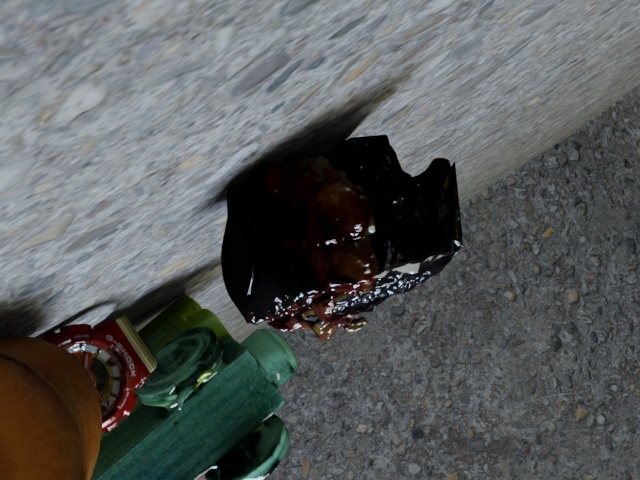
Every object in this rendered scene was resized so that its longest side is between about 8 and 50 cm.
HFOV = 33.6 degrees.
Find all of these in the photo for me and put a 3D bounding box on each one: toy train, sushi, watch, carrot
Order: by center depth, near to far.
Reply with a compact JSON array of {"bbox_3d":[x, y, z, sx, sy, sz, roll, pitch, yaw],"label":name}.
[{"bbox_3d":[-0.231,0.142,0.784,0.159,0.159,0.225,-33,-176,1],"label":"carrot"},{"bbox_3d":[0.000,0.000,0.831,0.150,0.153,0.172,-10,-173,-29],"label":"sushi"},{"bbox_3d":[-0.247,0.141,1.032,0.164,0.102,0.268,-33,-176,-14],"label":"watch"},{"bbox_3d":[-0.229,0.238,1.159,0.442,0.179,0.272,-39,-158,-14],"label":"toy train"}]

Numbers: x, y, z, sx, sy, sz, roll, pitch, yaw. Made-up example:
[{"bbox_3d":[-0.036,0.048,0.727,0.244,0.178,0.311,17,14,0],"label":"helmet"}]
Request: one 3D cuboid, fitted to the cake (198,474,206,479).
[{"bbox_3d":[-0.293,0.351,1.538,0.293,0.307,0.314,-33,176,-36],"label":"cake"}]
